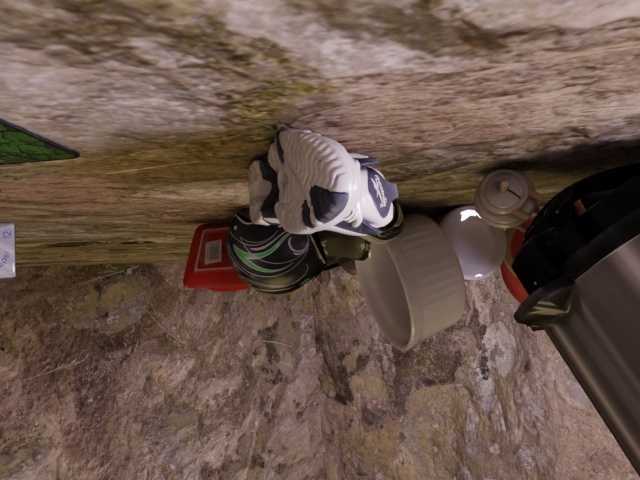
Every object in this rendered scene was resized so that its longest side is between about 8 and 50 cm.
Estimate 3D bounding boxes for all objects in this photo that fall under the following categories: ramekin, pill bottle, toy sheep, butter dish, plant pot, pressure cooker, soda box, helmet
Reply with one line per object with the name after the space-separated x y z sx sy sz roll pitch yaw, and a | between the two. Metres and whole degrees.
0.183 0.076 1.095 0.135 0.277 0.277 -18 179 -13 | ramekin
0.291 0.015 1.227 0.161 0.161 0.283 -3 176 -13 | pill bottle
0.256 -0.057 0.721 0.091 0.091 0.132 -5 162 14 | toy sheep
-0.183 0.048 1.082 0.159 0.160 0.118 -4 144 10 | butter dish
0.567 0.039 1.293 0.274 0.275 0.243 -6 164 26 | plant pot
0.467 0.078 0.642 0.375 0.421 0.369 -41 146 28 | pressure cooker
-0.636 0.032 1.000 0.091 0.098 0.286 -1 176 -31 | soda box
-0.086 0.015 0.944 0.161 0.170 0.169 -24 174 5 | helmet

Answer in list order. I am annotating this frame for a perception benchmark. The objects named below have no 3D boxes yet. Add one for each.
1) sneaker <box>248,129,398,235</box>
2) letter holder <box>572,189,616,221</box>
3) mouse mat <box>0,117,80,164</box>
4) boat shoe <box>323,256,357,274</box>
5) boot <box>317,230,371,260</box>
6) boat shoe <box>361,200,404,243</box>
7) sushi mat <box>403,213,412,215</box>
0.026 -0.052 0.515 0.153 0.094 0.235 -4 176 -20 | sneaker
0.590 0.052 1.002 0.214 0.152 0.302 -7 132 11 | letter holder
-0.304 -0.080 0.408 0.152 0.007 0.190 -4 175 3 | mouse mat
0.112 0.036 1.542 0.355 0.130 0.132 -8 175 43 | boat shoe
0.000 0.000 1.061 0.161 0.084 0.246 2 173 -14 | boot
0.101 -0.037 0.895 0.070 0.078 0.219 -5 174 34 | boat shoe
0.062 -0.044 1.160 0.316 0.019 0.151 -2 174 -36 | sushi mat
